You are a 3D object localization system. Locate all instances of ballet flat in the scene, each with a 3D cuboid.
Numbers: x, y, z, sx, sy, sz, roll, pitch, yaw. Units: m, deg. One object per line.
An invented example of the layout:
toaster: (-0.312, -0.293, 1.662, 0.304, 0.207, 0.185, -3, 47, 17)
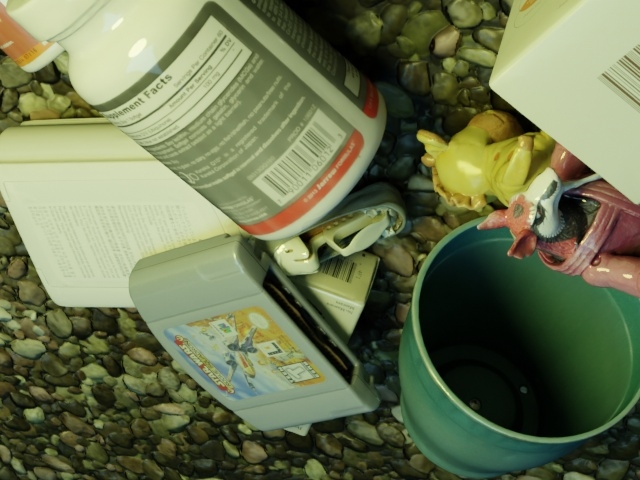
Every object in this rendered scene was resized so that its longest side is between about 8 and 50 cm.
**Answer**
ballet flat: (0.000, 0.000, 1.635, 0.213, 0.068, 0.072, -25, 134, 1)

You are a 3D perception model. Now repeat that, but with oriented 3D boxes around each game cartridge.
game cartridge: (-0.085, 0.119, 1.698, 0.198, 0.062, 0.297, -19, 126, 32)

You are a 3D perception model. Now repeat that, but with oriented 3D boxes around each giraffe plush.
giraffe plush: (0.201, -0.075, 1.501, 0.170, 0.210, 0.181, 16, 126, 45)

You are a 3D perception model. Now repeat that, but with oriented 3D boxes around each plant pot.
plant pot: (0.206, 0.146, 1.640, 0.271, 0.272, 0.255, 22, 150, 0)

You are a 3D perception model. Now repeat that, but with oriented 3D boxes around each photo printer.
photo printer: (-0.211, -0.031, 1.717, 0.307, 0.107, 0.256, -1, 131, 20)

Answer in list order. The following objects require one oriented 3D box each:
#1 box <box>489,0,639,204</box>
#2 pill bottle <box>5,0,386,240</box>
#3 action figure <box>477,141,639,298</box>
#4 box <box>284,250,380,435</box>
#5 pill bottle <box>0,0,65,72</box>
box: (0.294, -0.235, 1.178, 0.168, 0.345, 0.215, 36, 133, -15)
pill bottle: (-0.123, -0.181, 1.454, 0.210, 0.210, 0.363, -29, 122, 37)
action figure: (0.316, -0.044, 1.399, 0.370, 0.248, 0.276, -12, 161, -16)
box: (-0.021, 0.119, 1.796, 0.113, 0.094, 0.275, 20, 134, 0)
pill bottle: (-0.345, -0.293, 1.516, 0.121, 0.121, 0.216, -27, 118, 37)
